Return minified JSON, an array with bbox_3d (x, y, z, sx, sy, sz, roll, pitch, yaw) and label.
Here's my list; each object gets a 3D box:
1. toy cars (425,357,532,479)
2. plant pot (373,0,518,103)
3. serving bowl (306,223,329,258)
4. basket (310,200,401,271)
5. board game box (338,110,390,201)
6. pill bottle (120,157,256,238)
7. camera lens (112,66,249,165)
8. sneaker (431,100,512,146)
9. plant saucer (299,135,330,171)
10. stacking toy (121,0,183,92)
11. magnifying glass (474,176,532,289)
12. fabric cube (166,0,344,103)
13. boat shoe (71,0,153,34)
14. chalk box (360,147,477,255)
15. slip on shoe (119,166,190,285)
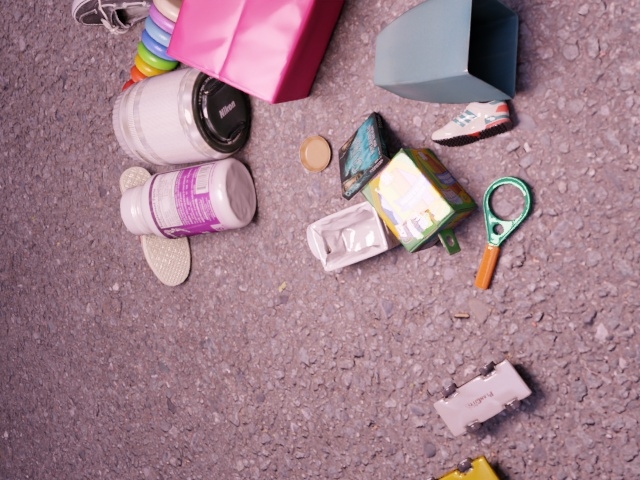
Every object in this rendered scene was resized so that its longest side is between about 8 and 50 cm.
[{"bbox_3d":[0.311,0.410,1.347,0.177,0.087,0.393,16,101,24],"label":"toy cars"},{"bbox_3d":[0.224,-0.351,1.246,0.234,0.166,0.165,0,83,44],"label":"plant pot"},{"bbox_3d":[0.000,0.000,1.507,0.083,0.027,0.083,44,143,47],"label":"serving bowl"},{"bbox_3d":[0.082,-0.013,1.422,0.167,0.103,0.113,-21,85,33],"label":"basket"},{"bbox_3d":[0.087,-0.177,1.370,0.026,0.186,0.126,32,120,-23],"label":"board game box"},{"bbox_3d":[-0.323,-0.092,1.597,0.302,0.169,0.169,-8,92,22],"label":"pill bottle"},{"bbox_3d":[-0.326,-0.294,1.572,0.275,0.219,0.219,-2,95,32],"label":"camera lens"},{"bbox_3d":[0.294,-0.237,1.298,0.161,0.057,0.075,-12,73,34],"label":"sneaker"},{"bbox_3d":[-0.010,-0.198,1.508,0.084,0.015,0.083,5,99,32],"label":"plant saucer"},{"bbox_3d":[-0.409,-0.461,1.668,0.141,0.141,0.330,48,124,18],"label":"stacking toy"},{"bbox_3d":[0.350,-0.014,1.304,0.092,0.026,0.230,22,105,28],"label":"magnifying glass"},{"bbox_3d":[-0.124,-0.459,1.370,0.259,0.254,0.258,26,111,7],"label":"fabric cube"},{"bbox_3d":[-0.531,-0.596,1.726,0.307,0.113,0.104,-4,79,23],"label":"boat shoe"},{"bbox_3d":[0.212,-0.065,1.318,0.132,0.132,0.213,-46,73,28],"label":"chalk box"},{"bbox_3d":[-0.440,-0.034,1.754,0.331,0.123,0.101,65,156,2],"label":"slip on shoe"}]
